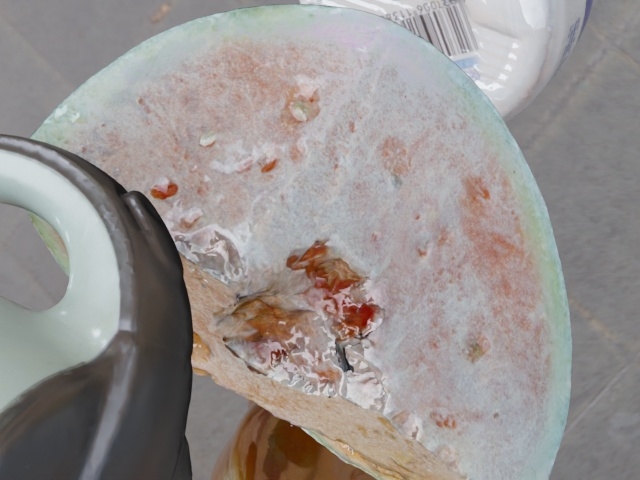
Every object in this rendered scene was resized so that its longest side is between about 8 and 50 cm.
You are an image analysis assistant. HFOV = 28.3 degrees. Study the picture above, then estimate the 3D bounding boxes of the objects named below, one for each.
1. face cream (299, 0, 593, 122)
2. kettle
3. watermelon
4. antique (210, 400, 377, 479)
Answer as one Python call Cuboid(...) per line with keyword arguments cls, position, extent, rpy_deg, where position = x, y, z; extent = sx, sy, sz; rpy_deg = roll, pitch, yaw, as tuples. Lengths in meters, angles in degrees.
Cuboid(cls="face cream", position=(0.090, -0.181, 0.936), extent=(0.206, 0.111, 0.206), rpy_deg=(14, 123, 22))
Cuboid(cls="kettle", position=(-0.160, 0.059, 0.470), extent=(0.236, 0.161, 0.221), rpy_deg=(14, 72, 30))
Cuboid(cls="watermelon", position=(-0.004, 0.001, 0.710), extent=(0.322, 0.188, 0.175), rpy_deg=(47, 152, -22))
Cuboid(cls="antique", position=(0.022, 0.210, 0.962), extent=(0.129, 0.224, 0.278), rpy_deg=(-56, 43, 40))
